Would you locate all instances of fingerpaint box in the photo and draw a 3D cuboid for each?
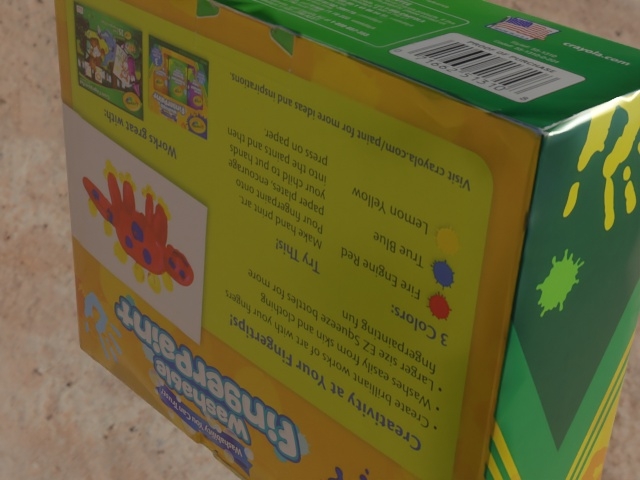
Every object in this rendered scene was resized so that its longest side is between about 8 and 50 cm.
[{"bbox_3d":[0.000,0.000,0.757,0.163,0.371,0.444,-22,38,-38],"label":"fingerpaint box"}]
